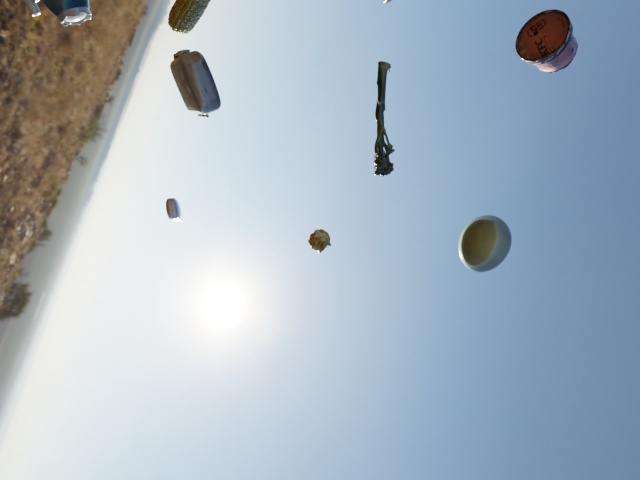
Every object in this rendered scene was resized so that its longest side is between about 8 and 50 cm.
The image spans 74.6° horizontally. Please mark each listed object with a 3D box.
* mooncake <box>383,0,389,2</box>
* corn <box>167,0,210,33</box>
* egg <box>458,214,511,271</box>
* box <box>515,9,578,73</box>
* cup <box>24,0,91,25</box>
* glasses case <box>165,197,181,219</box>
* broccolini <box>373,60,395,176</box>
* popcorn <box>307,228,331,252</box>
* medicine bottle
[{"bbox_3d":[0.283,-0.912,1.383,0.283,0.283,0.141,-10,-74,58],"label":"mooncake"},{"bbox_3d":[-0.365,-0.670,1.190,0.238,0.080,0.080,-21,-126,48],"label":"corn"},{"bbox_3d":[0.507,0.010,1.300,0.149,0.149,0.192,-15,-139,57],"label":"egg"},{"bbox_3d":[0.691,-0.589,1.266,0.151,0.135,0.151,-11,-105,47],"label":"box"},{"bbox_3d":[-0.893,-0.856,1.463,0.299,0.173,0.167,-16,-161,12],"label":"cup"},{"bbox_3d":[-0.527,-0.107,1.508,0.193,0.049,0.074,174,-95,-75],"label":"glasses case"},{"bbox_3d":[0.214,-0.382,1.380,0.079,0.073,0.392,-80,170,-45],"label":"broccolini"},{"bbox_3d":[0.000,0.000,1.444,0.057,0.083,0.082,-50,-164,43],"label":"popcorn"},{"bbox_3d":[-0.553,-0.688,1.851,0.122,0.282,0.375,-27,-153,-16],"label":"medicine bottle"}]
